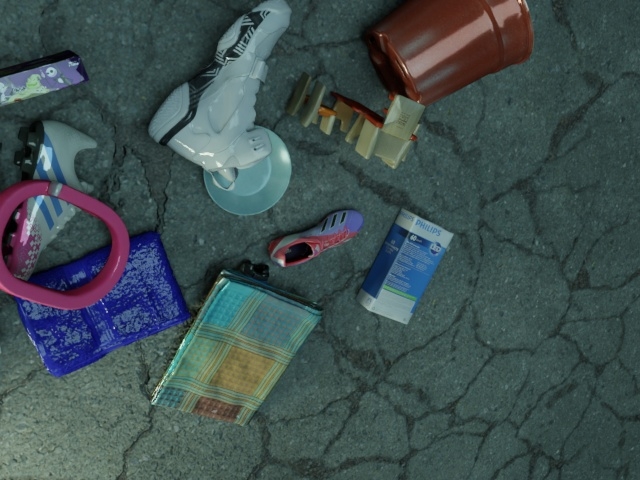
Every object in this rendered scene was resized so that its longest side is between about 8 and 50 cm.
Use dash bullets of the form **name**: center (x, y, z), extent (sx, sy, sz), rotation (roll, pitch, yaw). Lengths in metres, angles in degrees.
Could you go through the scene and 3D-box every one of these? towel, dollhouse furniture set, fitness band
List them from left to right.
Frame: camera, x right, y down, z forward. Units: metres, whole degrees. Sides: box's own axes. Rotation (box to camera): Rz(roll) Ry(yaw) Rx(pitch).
- **fitness band**: center (-0.461, 0.012, 1.109), extent (0.291, 0.054, 0.209), rotation (37, 72, -58)
- **towel**: center (-0.439, 0.133, 1.276), extent (0.308, 0.076, 0.227), rotation (-24, 117, -17)
- **towel**: center (-0.187, 0.259, 1.423), extent (0.271, 0.040, 0.370), rotation (23, 107, -29)
- **dollhouse furniture set**: center (0.101, -0.261, 1.295), extent (0.262, 0.259, 0.135), rotation (14, 110, -30)

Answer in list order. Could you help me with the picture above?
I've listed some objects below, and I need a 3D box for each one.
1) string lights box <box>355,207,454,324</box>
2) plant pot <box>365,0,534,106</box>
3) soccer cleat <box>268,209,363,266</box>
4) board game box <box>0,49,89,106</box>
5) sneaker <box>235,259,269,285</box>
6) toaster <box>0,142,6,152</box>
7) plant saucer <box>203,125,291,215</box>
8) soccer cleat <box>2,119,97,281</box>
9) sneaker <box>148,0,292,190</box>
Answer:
- **string lights box**: center (0.211, 0.066, 1.563), extent (0.133, 0.077, 0.259), rotation (24, 96, -30)
- **plant pot**: center (0.257, -0.426, 1.326), extent (0.265, 0.272, 0.272), rotation (-33, 118, -3)
- **soccer cleat**: center (0.000, 0.000, 1.429), extent (0.248, 0.095, 0.083), rotation (-21, 115, -18)
- **board game box**: center (-0.563, -0.238, 1.014), extent (0.347, 0.208, 0.056), rotation (-23, 112, -18)
- **sneaker**: center (-0.129, 0.103, 1.423), extent (0.152, 0.058, 0.084), rotation (35, 99, -24)
- **toaster**: center (-0.649, -0.088, 1.049), extent (0.227, 0.129, 0.146), rotation (-6, 85, -27)
- **plant saucer**: center (-0.159, -0.152, 1.335), extent (0.195, 0.037, 0.195), rotation (-9, 111, -23)
- **soccer cleat**: center (-0.503, -0.056, 1.160), extent (0.143, 0.116, 0.331), rotation (9, 107, -39)
- **sneaker**: center (-0.142, -0.276, 1.214), extent (0.210, 0.137, 0.366), rotation (43, 91, -9)
